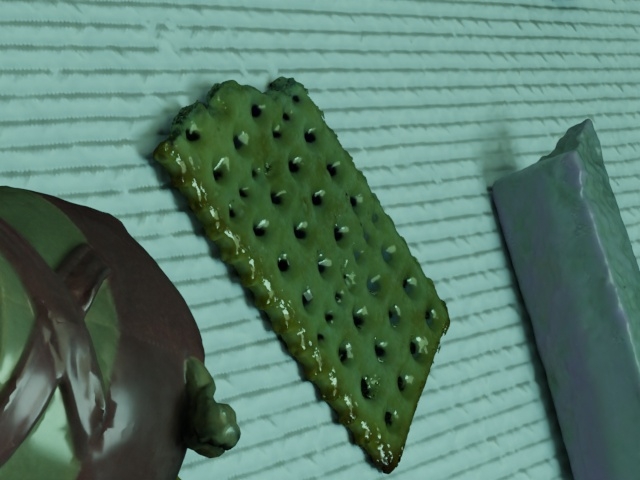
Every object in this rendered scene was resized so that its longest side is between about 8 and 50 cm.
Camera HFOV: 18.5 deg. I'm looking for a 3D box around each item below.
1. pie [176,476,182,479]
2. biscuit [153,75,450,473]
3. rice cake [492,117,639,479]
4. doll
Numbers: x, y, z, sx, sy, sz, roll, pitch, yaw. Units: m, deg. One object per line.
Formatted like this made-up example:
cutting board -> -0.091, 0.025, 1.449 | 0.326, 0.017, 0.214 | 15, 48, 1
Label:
pie -> -0.057, 0.154, 0.751 | 0.092, 0.034, 0.170 | 43, 33, -33
biscuit -> -0.001, 0.000, 0.952 | 0.203, 0.016, 0.144 | 56, 33, -21
rice cake -> 0.169, 0.105, 1.098 | 0.056, 0.073, 0.365 | 6, 66, -53
doll -> -0.146, 0.023, 0.580 | 0.196, 0.152, 0.256 | 47, 2, 30
